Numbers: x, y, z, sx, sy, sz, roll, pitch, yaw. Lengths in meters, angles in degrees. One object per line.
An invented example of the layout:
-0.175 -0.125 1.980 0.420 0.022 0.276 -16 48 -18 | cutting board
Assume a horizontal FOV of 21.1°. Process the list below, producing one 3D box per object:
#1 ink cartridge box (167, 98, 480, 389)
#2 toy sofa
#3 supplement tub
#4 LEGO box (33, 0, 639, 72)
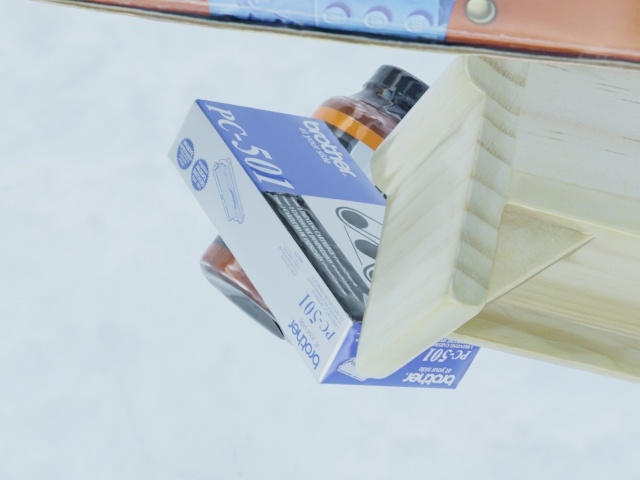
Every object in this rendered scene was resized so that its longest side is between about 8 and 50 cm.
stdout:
0.000 0.000 0.973 0.097 0.207 0.046 6 123 -37 | ink cartridge box
0.209 0.004 0.764 0.363 0.150 0.177 14 72 -10 | toy sofa
0.011 -0.028 1.207 0.106 0.106 0.198 38 80 -6 | supplement tub
0.057 -0.340 0.532 0.193 0.500 0.372 8 126 7 | LEGO box
